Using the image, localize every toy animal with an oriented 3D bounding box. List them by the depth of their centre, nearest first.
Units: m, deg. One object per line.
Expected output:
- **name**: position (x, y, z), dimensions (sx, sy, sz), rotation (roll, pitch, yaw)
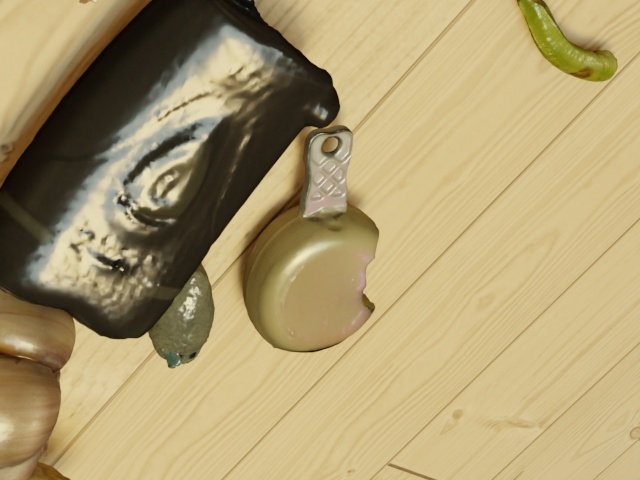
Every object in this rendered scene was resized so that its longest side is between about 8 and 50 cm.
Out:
- **toy animal**: position (-0.156, 0.040, 1.066), dimensions (0.079, 0.070, 0.253), rotation (-31, 136, -28)

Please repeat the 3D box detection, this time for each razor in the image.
- **razor**: position (-0.152, -0.069, 0.926), dimensions (0.204, 0.113, 0.349), rotation (34, 102, -34)

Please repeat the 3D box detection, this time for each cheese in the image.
- **cheese**: position (0.000, 0.000, 1.106), dimensions (0.163, 0.082, 0.286), rotation (-9, 130, -24)

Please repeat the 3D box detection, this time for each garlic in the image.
- **garlic**: position (-0.331, 0.154, 0.997), dimensions (0.191, 0.160, 0.214), rotation (8, 126, -40)

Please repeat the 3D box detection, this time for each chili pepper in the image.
- **chili pepper**: position (0.262, -0.217, 1.094), dimensions (0.208, 0.043, 0.049), rotation (24, 126, -41)

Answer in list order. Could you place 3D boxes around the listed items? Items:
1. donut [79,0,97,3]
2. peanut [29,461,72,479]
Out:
- **donut**: position (-0.245, -0.262, 0.736), dimensions (0.232, 0.085, 0.199), rotation (-9, 130, -25)
- **peanut**: position (-0.394, 0.293, 1.074), dimensions (0.325, 0.140, 0.153), rotation (7, 151, -18)
